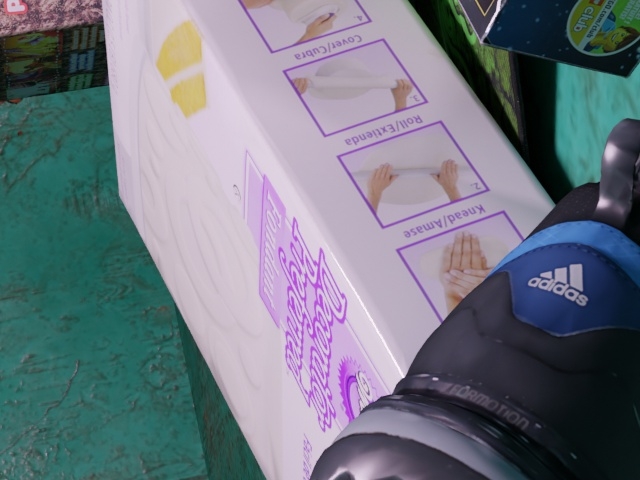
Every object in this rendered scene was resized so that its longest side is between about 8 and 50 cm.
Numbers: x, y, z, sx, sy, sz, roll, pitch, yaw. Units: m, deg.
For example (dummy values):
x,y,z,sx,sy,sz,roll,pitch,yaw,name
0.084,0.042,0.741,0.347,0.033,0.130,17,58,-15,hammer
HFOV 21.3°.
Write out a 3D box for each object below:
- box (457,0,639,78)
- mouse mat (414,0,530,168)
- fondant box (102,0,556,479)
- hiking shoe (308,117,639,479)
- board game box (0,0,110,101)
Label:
x,y,z,sx,sy,sz,roll,pitch,yaw,name
0.058,-0.175,0.432,0.159,0.044,0.233,-62,31,34,box
0.059,-0.085,0.718,0.152,0.007,0.189,-115,12,-57,mouse mat
0.000,0.000,0.779,0.330,0.096,0.238,58,159,35,fondant box
0.096,0.097,0.534,0.113,0.132,0.304,29,162,24,hiking shoe
-0.189,-0.197,1.238,0.232,0.291,0.141,147,113,-78,board game box
